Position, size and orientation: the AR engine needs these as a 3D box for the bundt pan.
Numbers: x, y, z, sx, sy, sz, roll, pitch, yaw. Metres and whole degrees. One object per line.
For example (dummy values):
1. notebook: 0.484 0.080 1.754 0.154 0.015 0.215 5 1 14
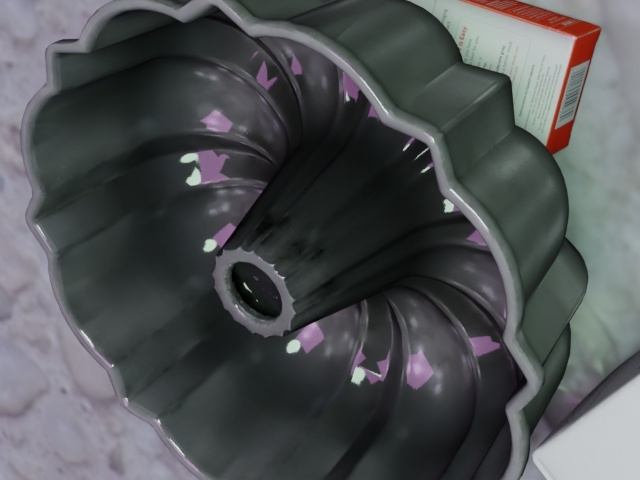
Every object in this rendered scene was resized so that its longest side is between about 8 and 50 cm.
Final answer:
1. bundt pan: 0.000 0.000 0.836 0.331 0.124 0.331 22 130 28

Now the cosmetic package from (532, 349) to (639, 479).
1. cosmetic package: 0.233 0.091 0.744 0.183 0.151 0.151 -42 81 30

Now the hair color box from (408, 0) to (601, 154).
1. hair color box: 0.073 -0.101 0.845 0.141 0.043 0.072 23 114 22
